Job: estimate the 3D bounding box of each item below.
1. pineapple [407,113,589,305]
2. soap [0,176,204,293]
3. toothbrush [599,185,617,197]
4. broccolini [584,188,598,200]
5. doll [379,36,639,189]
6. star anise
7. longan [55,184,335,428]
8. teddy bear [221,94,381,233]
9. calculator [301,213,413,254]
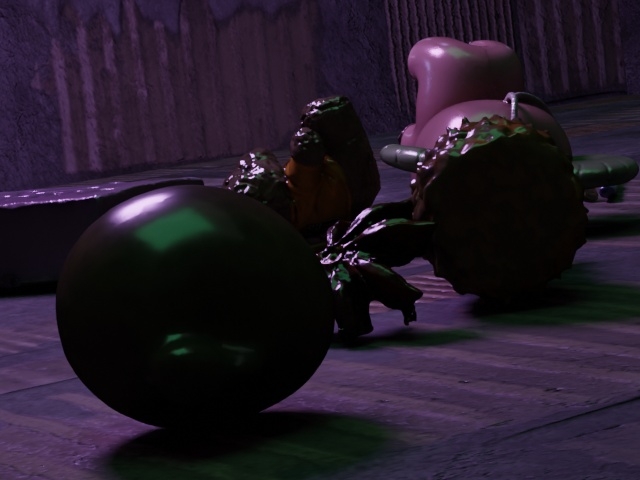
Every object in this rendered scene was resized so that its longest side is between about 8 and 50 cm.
[{"bbox_3d":[0.152,-0.034,1.726,0.169,0.169,0.340,-7,5,0],"label":"pineapple"},{"bbox_3d":[-0.316,-0.006,2.224,0.296,0.107,0.285,-4,5,20],"label":"soap"},{"bbox_3d":[0.372,-0.076,2.432,0.021,0.027,0.269,-42,-1,13],"label":"toothbrush"},{"bbox_3d":[0.313,-0.067,2.460,0.057,0.071,0.254,34,2,-17],"label":"broccolini"},{"bbox_3d":[0.191,-0.109,2.088,0.284,0.216,0.268,0,10,-20],"label":"doll"},{"bbox_3d":[0.025,0.026,1.551,0.168,0.057,0.168,-22,39,19],"label":"star anise"},{"bbox_3d":[-0.082,0.049,1.237,0.185,0.159,0.204,2,22,-1],"label":"longan"},{"bbox_3d":[-0.026,-0.061,2.099,0.190,0.140,0.177,-20,-14,-8],"label":"teddy bear"},{"bbox_3d":[0.000,0.000,2.149,0.236,0.033,0.157,-14,10,-32],"label":"calculator"}]
